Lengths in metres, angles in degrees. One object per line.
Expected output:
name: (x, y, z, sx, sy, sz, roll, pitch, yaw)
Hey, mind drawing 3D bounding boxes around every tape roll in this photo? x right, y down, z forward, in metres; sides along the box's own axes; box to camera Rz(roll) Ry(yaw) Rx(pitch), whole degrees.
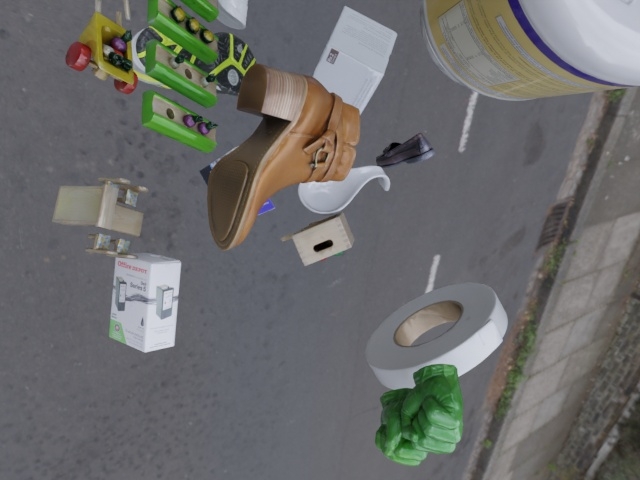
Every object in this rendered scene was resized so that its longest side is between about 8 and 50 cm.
tape roll: (0.303, 0.247, 1.236, 0.392, 0.392, 0.072, -34, 101, -20)

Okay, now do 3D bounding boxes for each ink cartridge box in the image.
ink cartridge box: (-0.258, -0.157, 1.401, 0.045, 0.206, 0.208, -39, 105, -42)
ink cartridge box: (-0.550, 0.185, 1.443, 0.114, 0.198, 0.273, 0, 97, -55)

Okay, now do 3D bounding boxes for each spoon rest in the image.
spoon rest: (0.070, -0.147, 1.242, 0.276, 0.137, 0.084, -18, 153, -24)

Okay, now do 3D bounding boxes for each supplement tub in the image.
supplement tub: (0.241, -0.267, 0.456, 0.241, 0.331, 0.241, -1, 104, -4)

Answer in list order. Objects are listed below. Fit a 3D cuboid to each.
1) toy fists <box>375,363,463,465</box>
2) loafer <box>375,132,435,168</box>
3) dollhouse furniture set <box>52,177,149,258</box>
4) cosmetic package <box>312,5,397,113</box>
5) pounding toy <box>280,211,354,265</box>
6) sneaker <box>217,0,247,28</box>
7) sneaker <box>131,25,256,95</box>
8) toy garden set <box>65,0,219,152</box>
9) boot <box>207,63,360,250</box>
toy fists: (0.185, 0.352, 0.901, 0.096, 0.142, 0.279, 11, 142, -16)
loafer: (0.296, -0.330, 1.678, 0.109, 0.302, 0.095, -32, 106, -21)
dollhouse furniture set: (-0.563, -0.068, 1.262, 0.242, 0.161, 0.212, 26, 69, -66)
cosmetic package: (0.078, -0.444, 1.149, 0.151, 0.151, 0.184, 125, -14, -56)
pounding toy: (-0.008, 0.003, 1.206, 0.181, 0.206, 0.094, -22, 95, 10)
sneaker: (-0.296, -0.749, 1.303, 0.292, 0.108, 0.169, 10, 93, -69)
sneaker: (-0.305, -0.433, 1.120, 0.384, 0.147, 0.145, -8, 102, -55)
toy garden set: (-0.189, -0.256, 0.555, 0.203, 0.049, 0.244, 17, 68, -59)
boot: (-0.051, -0.114, 0.730, 0.220, 0.109, 0.284, 5, 103, -48)
